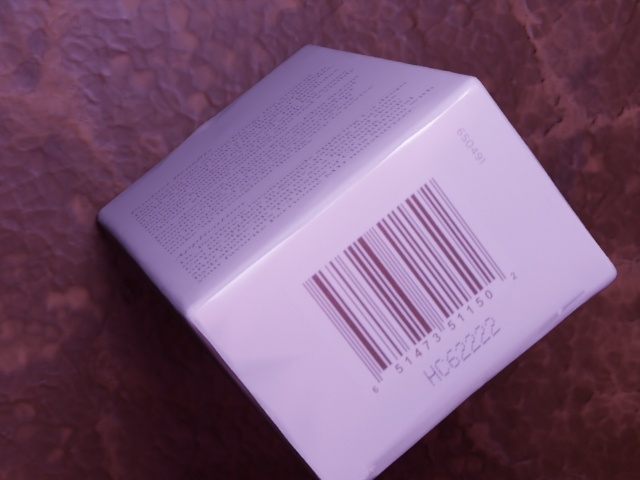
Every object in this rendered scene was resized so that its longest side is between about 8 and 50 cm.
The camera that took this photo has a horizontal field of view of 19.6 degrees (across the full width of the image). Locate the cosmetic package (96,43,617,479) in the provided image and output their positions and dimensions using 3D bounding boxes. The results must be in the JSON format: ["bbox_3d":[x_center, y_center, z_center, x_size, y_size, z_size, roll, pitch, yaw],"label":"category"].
[{"bbox_3d":[0.000,0.000,1.304,0.230,0.453,0.161,-39,105,-5],"label":"cosmetic package"}]
